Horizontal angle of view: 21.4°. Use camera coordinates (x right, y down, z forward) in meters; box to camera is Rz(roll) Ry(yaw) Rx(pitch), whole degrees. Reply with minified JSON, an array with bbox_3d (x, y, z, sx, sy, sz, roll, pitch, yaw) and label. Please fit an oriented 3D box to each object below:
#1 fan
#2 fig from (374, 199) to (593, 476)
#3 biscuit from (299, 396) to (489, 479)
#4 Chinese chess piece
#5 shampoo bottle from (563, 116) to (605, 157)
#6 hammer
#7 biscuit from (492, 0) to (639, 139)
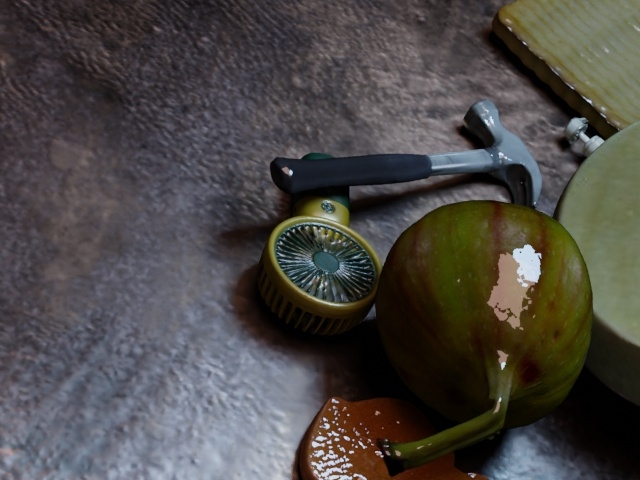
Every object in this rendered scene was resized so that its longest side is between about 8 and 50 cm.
[{"bbox_3d":[0.000,0.000,1.142,0.082,0.039,0.155,16,43,-12],"label":"fan"},{"bbox_3d":[0.104,0.053,1.052,0.147,0.142,0.186,9,18,-11],"label":"fig"},{"bbox_3d":[0.046,0.149,1.049,0.130,0.019,0.102,40,48,11],"label":"biscuit"},{"bbox_3d":[0.271,0.017,1.154,0.237,0.092,0.238,-6,54,8],"label":"Chinese chess piece"},{"bbox_3d":[0.238,-0.042,1.289,0.049,0.034,0.141,-33,69,-34],"label":"shampoo bottle"},{"bbox_3d":[0.064,-0.047,1.188,0.246,0.029,0.103,-8,57,-44],"label":"hammer"},{"bbox_3d":[0.273,-0.123,1.376,0.254,0.029,0.172,45,48,16],"label":"biscuit"}]
